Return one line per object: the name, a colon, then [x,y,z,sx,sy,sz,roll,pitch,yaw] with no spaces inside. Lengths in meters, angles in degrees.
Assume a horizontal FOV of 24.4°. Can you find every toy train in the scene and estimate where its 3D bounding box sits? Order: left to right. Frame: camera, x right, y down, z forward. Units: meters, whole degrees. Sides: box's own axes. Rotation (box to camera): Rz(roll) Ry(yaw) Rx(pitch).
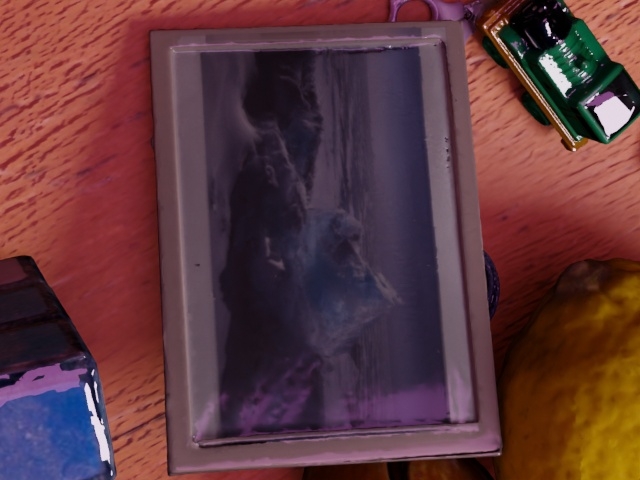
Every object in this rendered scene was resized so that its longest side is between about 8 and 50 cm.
toy train: [0.252,-0.181,1.524,0.091,0.136,0.228,-42,116,-5]

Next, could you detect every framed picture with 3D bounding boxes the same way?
framed picture: [0.000,0.000,1.460,0.326,0.028,0.446,-3,78,-7]

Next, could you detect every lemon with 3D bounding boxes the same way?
lemon: [0.335,0.190,1.499,0.350,0.350,0.387,-36,110,-6]

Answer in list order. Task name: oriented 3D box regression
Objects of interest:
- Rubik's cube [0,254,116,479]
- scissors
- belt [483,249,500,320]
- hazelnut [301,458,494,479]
Rubik's cube: [-0.363,0.240,1.319,0.362,0.363,0.359,-14,110,-12]
scissors: [0.167,-0.242,1.560,0.212,0.021,0.110,-29,105,-7]
belt: [0.068,0.077,1.530,0.230,0.126,0.139,-20,77,-9]
hazelnut: [0.079,0.289,1.537,0.234,0.218,0.218,33,89,-34]
